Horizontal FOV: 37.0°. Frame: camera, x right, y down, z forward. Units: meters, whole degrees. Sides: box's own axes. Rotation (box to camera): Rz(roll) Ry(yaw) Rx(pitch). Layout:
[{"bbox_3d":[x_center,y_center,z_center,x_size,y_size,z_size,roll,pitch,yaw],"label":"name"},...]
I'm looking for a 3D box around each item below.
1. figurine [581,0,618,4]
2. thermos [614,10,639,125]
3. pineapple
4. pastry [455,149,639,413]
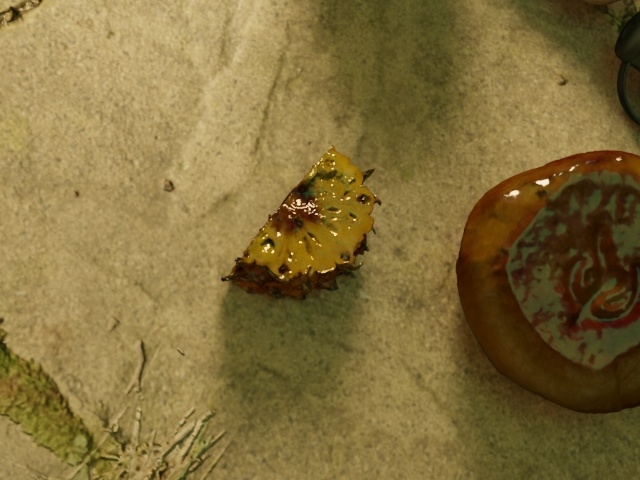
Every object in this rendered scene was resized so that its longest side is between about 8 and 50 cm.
[{"bbox_3d":[0.360,-0.472,1.402,0.332,0.204,0.185,20,34,8],"label":"figurine"},{"bbox_3d":[0.564,-0.228,1.413,0.286,0.145,0.182,25,100,-9],"label":"thermos"},{"bbox_3d":[0.000,0.000,1.157,0.135,0.079,0.233,43,64,-5],"label":"pineapple"},{"bbox_3d":[0.340,0.047,1.206,0.356,0.164,0.356,1,85,-11],"label":"pastry"}]
